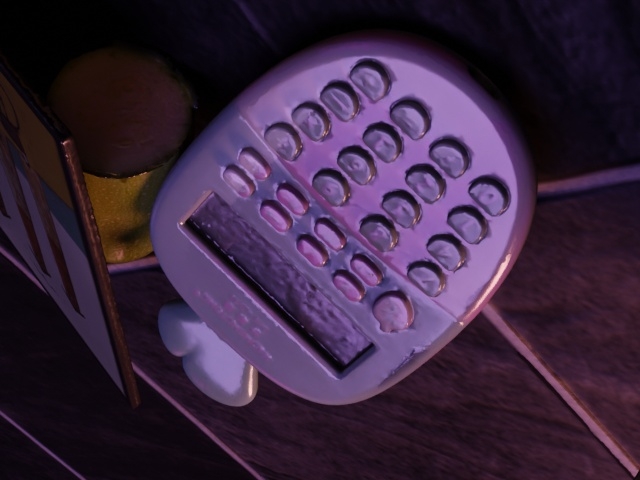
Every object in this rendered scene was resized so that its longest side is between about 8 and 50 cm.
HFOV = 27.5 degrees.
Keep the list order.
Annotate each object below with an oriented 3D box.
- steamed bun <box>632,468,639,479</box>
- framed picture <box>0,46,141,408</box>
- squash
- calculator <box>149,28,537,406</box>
[{"bbox_3d":[0.253,0.128,0.585,0.272,0.290,0.274,-7,116,55],"label":"steamed bun"},{"bbox_3d":[-0.206,-0.046,0.877,0.244,0.013,0.324,48,158,27],"label":"framed picture"},{"bbox_3d":[-0.129,-0.038,0.855,0.095,0.095,0.188,26,154,6],"label":"squash"},{"bbox_3d":[0.000,0.000,0.754,0.185,0.041,0.299,43,130,-2],"label":"calculator"}]
